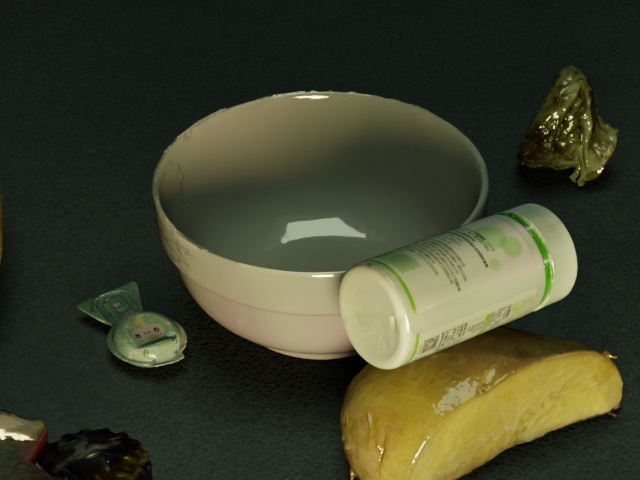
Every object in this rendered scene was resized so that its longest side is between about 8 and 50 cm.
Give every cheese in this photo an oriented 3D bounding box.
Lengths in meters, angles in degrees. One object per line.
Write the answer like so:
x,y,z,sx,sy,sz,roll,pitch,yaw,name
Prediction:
-0.159,0.077,1.565,0.067,0.026,0.120,-21,40,-27,cheese

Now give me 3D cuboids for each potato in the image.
0.118,0.112,1.457,0.243,0.098,0.138,-20,38,-27,potato

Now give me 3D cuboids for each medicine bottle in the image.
0.108,0.034,1.408,0.183,0.086,0.086,-19,39,-36,medicine bottle

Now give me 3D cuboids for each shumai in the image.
0.248,-0.105,1.756,0.087,0.124,0.099,29,68,5,shumai

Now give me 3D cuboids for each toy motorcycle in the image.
-0.321,0.218,1.286,0.401,0.134,0.207,-2,30,-4,toy motorcycle

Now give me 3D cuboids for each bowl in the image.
0.000,0.000,1.570,0.287,0.144,0.287,0,36,0,bowl

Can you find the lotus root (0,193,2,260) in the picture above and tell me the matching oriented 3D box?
-0.359,-0.022,1.619,0.146,0.131,0.303,11,31,-24,lotus root
